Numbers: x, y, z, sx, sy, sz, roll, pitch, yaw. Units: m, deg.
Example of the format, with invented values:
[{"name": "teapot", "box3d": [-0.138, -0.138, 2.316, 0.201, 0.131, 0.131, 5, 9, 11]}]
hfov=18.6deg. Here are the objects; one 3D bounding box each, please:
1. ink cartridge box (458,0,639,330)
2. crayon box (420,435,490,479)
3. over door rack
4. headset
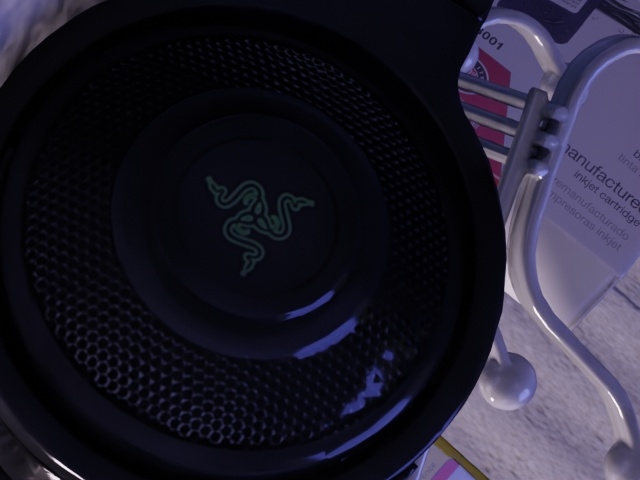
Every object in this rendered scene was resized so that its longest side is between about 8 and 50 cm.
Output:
[{"name": "ink cartridge box", "box3d": [0.147, -0.096, 1.082, 0.237, 0.172, 0.100, -49, 175, -26]}, {"name": "crayon box", "box3d": [-0.039, 0.139, 0.966, 0.202, 0.318, 0.081, -48, -143, -5]}, {"name": "over door rack", "box3d": [0.012, 0.071, 0.704, 0.324, 0.108, 0.239, -62, -160, 1]}, {"name": "headset", "box3d": [-0.029, 0.060, 0.520, 0.243, 0.185, 0.394, -55, -175, 47]}]
